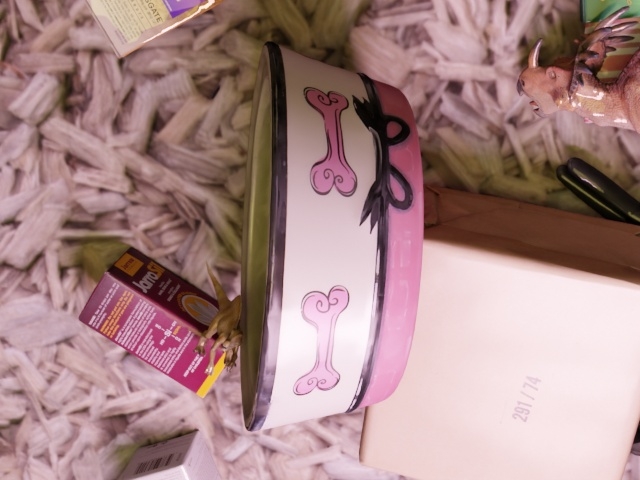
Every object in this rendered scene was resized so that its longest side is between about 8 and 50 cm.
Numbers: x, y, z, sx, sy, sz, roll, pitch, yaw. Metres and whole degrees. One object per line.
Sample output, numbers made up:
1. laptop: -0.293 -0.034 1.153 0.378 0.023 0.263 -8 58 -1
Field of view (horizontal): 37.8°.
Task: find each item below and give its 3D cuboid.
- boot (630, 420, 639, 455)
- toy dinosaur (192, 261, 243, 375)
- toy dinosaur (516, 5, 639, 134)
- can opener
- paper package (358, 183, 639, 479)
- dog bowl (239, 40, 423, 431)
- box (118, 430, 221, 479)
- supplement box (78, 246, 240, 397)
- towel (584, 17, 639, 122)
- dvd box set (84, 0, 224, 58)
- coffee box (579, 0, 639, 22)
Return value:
1. boot: 0.569 0.227 1.131 0.348 0.131 0.260 -36 101 16
2. toy dinosaur: -0.112 0.101 1.111 0.053 0.183 0.093 15 109 -21
3. toy dinosaur: 0.376 -0.188 0.995 0.295 0.127 0.200 -33 94 11
4. can opener: 0.362 -0.038 1.116 0.186 0.073 0.059 30 148 0
5. paper package: 0.220 0.132 1.097 0.309 0.168 0.325 11 117 9
6. dog bowl: 0.000 0.000 1.002 0.150 0.408 0.408 3 109 -8
7. box: -0.204 0.330 1.279 0.101 0.102 0.087 -18 103 12
8. supplement box: -0.198 0.102 1.200 0.188 0.104 0.081 33 109 -5
9. towel: 0.370 -0.233 1.059 0.144 0.029 0.197 -2 105 7
10. dvd box set: -0.096 -0.413 0.917 0.420 0.062 0.308 -27 112 8
11. coffee box: 0.370 -0.300 1.003 0.184 0.040 0.113 -7 105 9
